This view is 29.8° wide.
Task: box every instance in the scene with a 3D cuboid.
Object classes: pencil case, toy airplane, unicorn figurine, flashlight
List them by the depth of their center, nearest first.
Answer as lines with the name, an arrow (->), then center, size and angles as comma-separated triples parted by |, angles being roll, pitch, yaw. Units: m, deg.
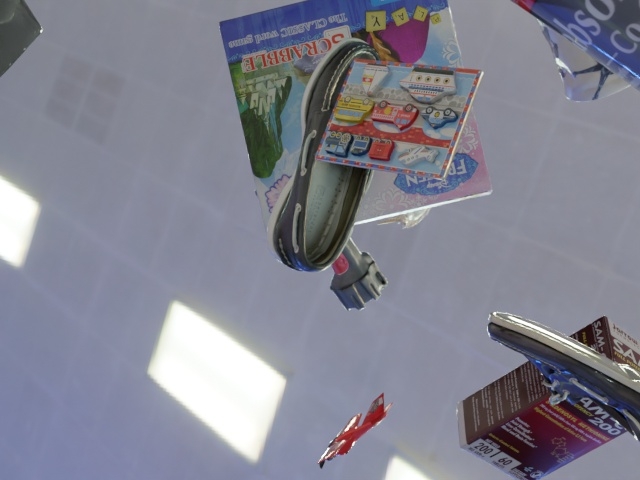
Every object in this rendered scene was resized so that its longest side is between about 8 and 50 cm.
toy airplane -> 0.050, 0.267, 1.682 | 0.028, 0.151, 0.151 | 44, -63, 2
unicorn figurine -> 0.156, -0.082, 1.754 | 0.060, 0.162, 0.111 | 30, -59, 10
pencil case -> 0.397, -0.412, 1.945 | 0.159, 0.410, 0.183 | -32, -158, 3
flashlight -> 0.000, 0.000, 2.207 | 0.103, 0.304, 0.103 | -9, -145, 40

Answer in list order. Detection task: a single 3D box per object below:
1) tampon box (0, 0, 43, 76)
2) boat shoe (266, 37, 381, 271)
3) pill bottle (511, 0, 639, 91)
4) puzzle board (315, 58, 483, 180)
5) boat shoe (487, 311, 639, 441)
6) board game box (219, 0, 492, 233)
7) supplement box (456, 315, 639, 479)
tampon box -> -0.312, -0.145, 0.884 | 0.161, 0.101, 0.120 | -21, -154, 20
boat shoe -> 0.024, -0.104, 1.504 | 0.091, 0.114, 0.303 | 20, -84, 61
pill bottle -> 0.235, -0.245, 0.900 | 0.363, 0.210, 0.210 | 36, -71, 6
puzzle board -> 0.062, -0.102, 0.984 | 0.128, 0.011, 0.096 | 12, -104, 36
boat shoe -> 0.241, 0.133, 1.124 | 0.065, 0.206, 0.075 | -63, -179, 9
board game box -> 0.048, -0.183, 1.663 | 0.318, 0.066, 0.318 | -14, -93, 5
supplement box -> 0.298, 0.201, 1.473 | 0.239, 0.130, 0.073 | -38, -146, 32
